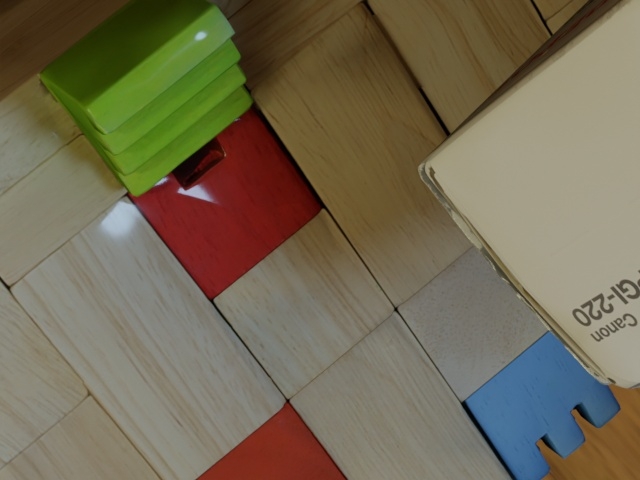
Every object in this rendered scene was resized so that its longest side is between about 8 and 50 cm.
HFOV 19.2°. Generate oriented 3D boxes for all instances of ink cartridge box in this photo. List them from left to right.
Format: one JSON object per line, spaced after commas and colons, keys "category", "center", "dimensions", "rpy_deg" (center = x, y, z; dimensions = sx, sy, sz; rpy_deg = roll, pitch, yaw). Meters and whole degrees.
{"category": "ink cartridge box", "center": [0.149, -0.073, 0.525], "dimensions": [0.092, 0.218, 0.158], "rpy_deg": [47, 142, -3]}

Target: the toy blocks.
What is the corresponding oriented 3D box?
{"category": "toy blocks", "center": [0.000, 0.000, 0.666], "dimensions": [0.261, 0.381, 0.191], "rpy_deg": [55, 171, -28]}
